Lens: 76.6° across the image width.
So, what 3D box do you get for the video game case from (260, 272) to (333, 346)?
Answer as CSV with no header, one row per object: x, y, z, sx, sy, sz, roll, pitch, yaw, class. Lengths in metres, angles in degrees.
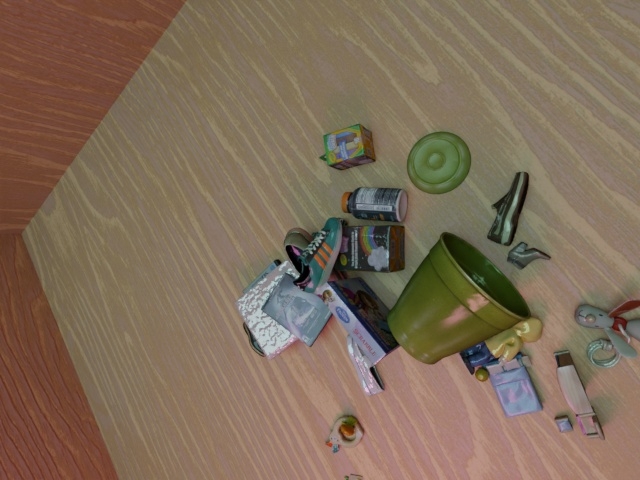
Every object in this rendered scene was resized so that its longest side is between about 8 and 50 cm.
-0.096,0.290,1.719,0.274,0.026,0.196,33,89,18,video game case

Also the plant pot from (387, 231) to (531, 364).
0.425,0.224,1.366,0.366,0.367,0.353,49,116,20,plant pot

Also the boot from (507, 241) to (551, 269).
0.706,0.063,1.386,0.119,0.042,0.086,34,111,26,boot

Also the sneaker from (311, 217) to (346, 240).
0.000,0.000,1.730,0.275,0.107,0.110,-48,59,19,sneaker

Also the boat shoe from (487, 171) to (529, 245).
0.636,-0.114,1.394,0.095,0.095,0.257,18,98,33,boat shoe

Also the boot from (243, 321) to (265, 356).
-0.280,0.422,1.859,0.197,0.077,0.137,51,133,18,boot

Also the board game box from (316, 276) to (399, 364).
0.171,0.279,1.508,0.066,0.318,0.318,-47,70,18,board game box

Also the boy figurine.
0.610,0.339,1.383,0.285,0.177,0.092,-31,118,10,boy figurine

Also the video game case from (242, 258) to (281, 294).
-0.208,0.269,1.870,0.248,0.035,0.274,-43,71,21,video game case

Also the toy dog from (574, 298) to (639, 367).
0.949,0.274,1.180,0.334,0.161,0.219,-12,84,27,toy dog

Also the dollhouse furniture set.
0.684,0.519,1.298,0.304,0.198,0.286,-24,78,26,dollhouse furniture set

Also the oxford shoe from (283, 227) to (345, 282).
-0.024,0.138,1.643,0.141,0.146,0.397,-35,103,24,oxford shoe

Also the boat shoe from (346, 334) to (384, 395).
0.185,0.492,1.634,0.084,0.095,0.257,-23,89,22,boat shoe

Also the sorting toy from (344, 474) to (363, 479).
0.138,1.007,1.686,0.084,0.012,0.061,-7,86,27,sorting toy

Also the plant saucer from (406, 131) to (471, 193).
0.439,-0.296,1.533,0.241,0.037,0.240,-1,89,29,plant saucer

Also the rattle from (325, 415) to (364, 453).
0.073,0.822,1.657,0.200,0.143,0.130,-39,91,16,rattle

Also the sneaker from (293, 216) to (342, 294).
-0.011,0.048,1.502,0.108,0.121,0.301,11,84,69,sneaker

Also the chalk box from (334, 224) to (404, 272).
0.166,0.029,1.596,0.289,0.179,0.180,1,91,29,chalk box

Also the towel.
-0.177,0.301,1.779,0.332,0.053,0.316,-39,72,6,towel

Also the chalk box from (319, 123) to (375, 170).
0.098,-0.372,1.663,0.213,0.132,0.131,-10,85,26,chalk box

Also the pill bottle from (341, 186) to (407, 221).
0.207,-0.145,1.602,0.246,0.131,0.130,6,92,29,pill bottle
